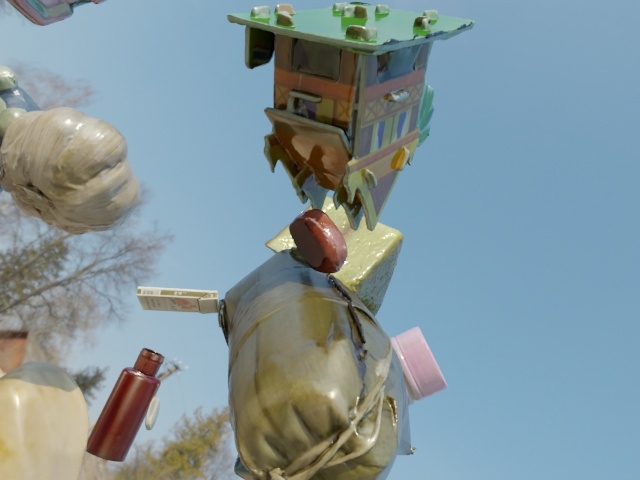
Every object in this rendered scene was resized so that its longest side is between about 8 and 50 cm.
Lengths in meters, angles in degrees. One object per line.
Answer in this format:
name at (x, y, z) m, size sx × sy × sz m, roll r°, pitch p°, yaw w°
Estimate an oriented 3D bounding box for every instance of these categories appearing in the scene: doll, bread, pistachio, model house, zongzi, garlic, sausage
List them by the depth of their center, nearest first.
zongzi at (0.074, 0.266, 0.688) m, size 0.467 × 0.218 × 0.500 m, roll 46°, pitch 5°, yaw -18°
sausage at (0.000, 0.000, 0.703) m, size 0.094 × 0.054 × 0.059 m, roll 55°, pitch -54°, yaw 22°
model house at (0.050, -0.196, 0.833) m, size 0.242 × 0.357 × 0.313 m, roll 23°, pitch -55°, yaw 24°
garlic at (-0.398, -0.098, 0.845) m, size 0.227 × 0.152 × 0.228 m, roll 7°, pitch -44°, yaw 6°
pistachio at (-0.517, 0.364, 0.919) m, size 0.230 × 0.229 × 0.309 m, roll -31°, pitch -119°, yaw 54°
doll at (-0.651, -0.185, 1.037) m, size 0.228 × 0.258 × 0.154 m, roll 55°, pitch -3°, yaw 24°
bread at (0.032, 0.110, 1.299) m, size 0.233 × 0.245 × 0.362 m, roll 27°, pitch -40°, yaw 22°

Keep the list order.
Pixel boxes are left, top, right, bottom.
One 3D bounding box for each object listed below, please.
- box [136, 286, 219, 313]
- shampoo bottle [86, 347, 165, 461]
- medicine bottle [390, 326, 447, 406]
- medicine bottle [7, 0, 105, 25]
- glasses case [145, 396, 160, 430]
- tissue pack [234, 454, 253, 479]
box at (-0.358, 0.153, 1.370) m, size 0.109 × 0.198 × 0.029 m, roll 107°, pitch -14°, yaw -62°
shampoo bottle at (-0.459, 0.390, 1.296) m, size 0.102 × 0.260 × 0.064 m, roll 29°, pitch -11°, yaw -22°
medicine bottle at (0.190, 0.406, 1.585) m, size 0.202 × 0.315 × 0.202 m, roll 62°, pitch 5°, yaw -9°
medicine bottle at (-0.235, -0.279, 0.407) m, size 0.188 × 0.094 × 0.119 m, roll 63°, pitch -5°, yaw 9°
glasses case at (-0.363, 0.374, 1.166) m, size 0.021 × 0.083 × 0.032 m, roll 4°, pitch -63°, yaw -5°
tissue pack at (-0.062, 0.519, 1.339) m, size 0.134 × 0.192 × 0.270 m, roll 44°, pitch -41°, yaw -22°
